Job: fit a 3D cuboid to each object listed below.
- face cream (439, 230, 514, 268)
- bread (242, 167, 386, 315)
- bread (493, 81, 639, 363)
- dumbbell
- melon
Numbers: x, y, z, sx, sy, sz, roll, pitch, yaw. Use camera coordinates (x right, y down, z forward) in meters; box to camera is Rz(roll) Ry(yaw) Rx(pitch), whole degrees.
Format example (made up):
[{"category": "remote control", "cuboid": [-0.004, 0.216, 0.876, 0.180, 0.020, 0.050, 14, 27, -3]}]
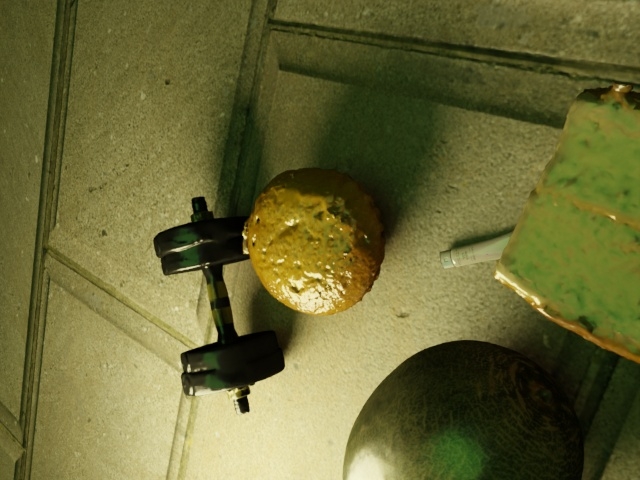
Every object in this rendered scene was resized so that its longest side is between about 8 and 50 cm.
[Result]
[{"category": "face cream", "cuboid": [0.222, 0.016, 0.721, 0.115, 0.020, 0.038, -15, 85, 33]}, {"category": "bread", "cuboid": [0.000, 0.001, 0.804, 0.240, 0.139, 0.240, 4, 97, 35]}, {"category": "bread", "cuboid": [0.347, 0.001, 0.475, 0.279, 0.279, 0.207, 26, 110, 28]}, {"category": "dumbbell", "cuboid": [-0.178, 0.112, 0.915, 0.185, 0.185, 0.388, -16, 85, 35]}, {"category": "melon", "cuboid": [0.162, 0.266, 0.650, 0.329, 0.248, 0.248, -48, 68, 34]}]
